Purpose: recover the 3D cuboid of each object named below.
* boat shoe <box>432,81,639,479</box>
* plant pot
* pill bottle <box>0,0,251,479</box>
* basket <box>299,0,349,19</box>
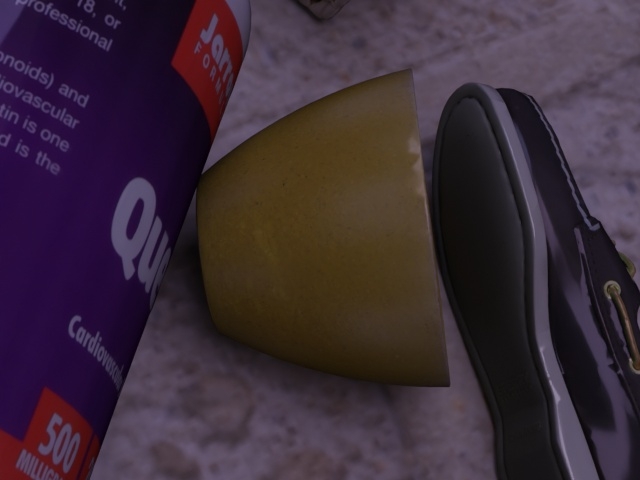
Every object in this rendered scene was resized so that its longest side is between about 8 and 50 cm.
[{"bbox_3d":[0.108,0.038,0.727,0.068,0.081,0.228,-9,83,-24],"label":"boat shoe"},{"bbox_3d":[0.000,0.000,0.684,0.095,0.134,0.134,-7,74,5],"label":"plant pot"},{"bbox_3d":[-0.136,-0.034,0.606,0.181,0.181,0.323,23,67,-11],"label":"pill bottle"},{"bbox_3d":[0.027,-0.197,0.756,0.103,0.113,0.167,45,64,-5],"label":"basket"}]
